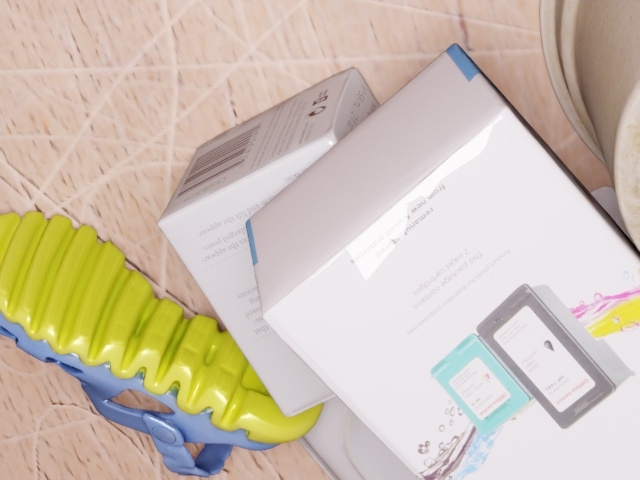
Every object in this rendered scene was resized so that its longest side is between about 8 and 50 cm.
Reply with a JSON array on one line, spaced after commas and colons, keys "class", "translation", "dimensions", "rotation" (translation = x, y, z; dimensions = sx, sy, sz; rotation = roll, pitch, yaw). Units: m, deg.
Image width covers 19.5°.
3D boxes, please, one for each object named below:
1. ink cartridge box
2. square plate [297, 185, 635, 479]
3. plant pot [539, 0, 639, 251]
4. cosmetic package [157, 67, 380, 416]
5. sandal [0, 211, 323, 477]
[{"class": "ink cartridge box", "translation": [0.115, 0.048, 1.225], "dimensions": [0.197, 0.198, 0.270], "rotation": [-41, 107, 8]}, {"class": "square plate", "translation": [0.180, 0.175, 1.508], "dimensions": [0.347, 0.049, 0.344], "rotation": [-31, 107, 21]}, {"class": "plant pot", "translation": [0.302, -0.101, 1.215], "dimensions": [0.334, 0.305, 0.333], "rotation": [4, 116, 8]}, {"class": "cosmetic package", "translation": [0.000, 0.000, 1.398], "dimensions": [0.151, 0.151, 0.183], "rotation": [-26, 109, 19]}, {"class": "sandal", "translation": [-0.161, 0.096, 1.491], "dimensions": [0.317, 0.126, 0.138], "rotation": [32, 135, 0]}]
